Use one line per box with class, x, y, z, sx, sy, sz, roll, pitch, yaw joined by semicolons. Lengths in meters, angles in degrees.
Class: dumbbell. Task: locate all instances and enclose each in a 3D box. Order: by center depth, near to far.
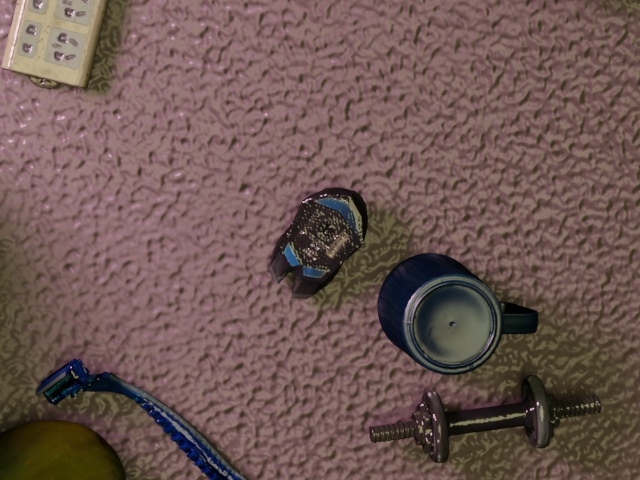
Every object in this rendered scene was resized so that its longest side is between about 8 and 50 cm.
dumbbell;0.179;0.193;1.828;0.254;0.081;0.081;-7;97;-6

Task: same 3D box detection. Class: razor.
razor;-0.146;0.220;1.808;0.324;0.093;0.056;36;56;-13

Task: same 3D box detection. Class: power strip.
power strip;-0.256;-0.287;1.741;0.092;0.034;0.268;14;95;-8

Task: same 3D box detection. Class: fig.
fig;-0.298;0.277;1.736;0.181;0.191;0.181;6;103;27

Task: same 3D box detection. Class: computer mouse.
computer mouse;0.000;0.000;1.801;0.079;0.047;0.135;37;103;2

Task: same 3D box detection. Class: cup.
cup;0.142;0.071;1.779;0.150;0.138;0.113;-26;99;-3
